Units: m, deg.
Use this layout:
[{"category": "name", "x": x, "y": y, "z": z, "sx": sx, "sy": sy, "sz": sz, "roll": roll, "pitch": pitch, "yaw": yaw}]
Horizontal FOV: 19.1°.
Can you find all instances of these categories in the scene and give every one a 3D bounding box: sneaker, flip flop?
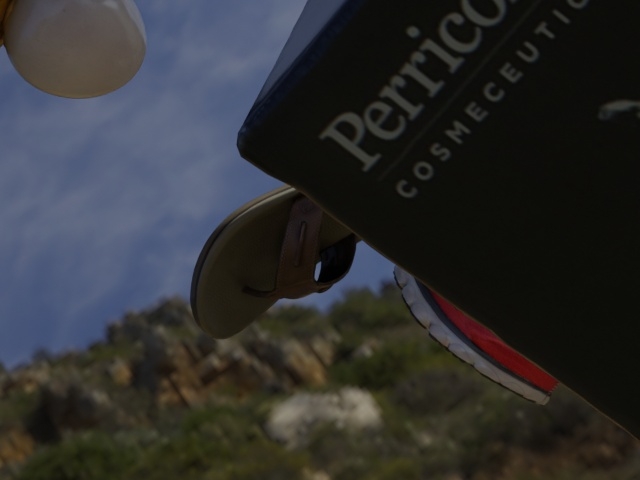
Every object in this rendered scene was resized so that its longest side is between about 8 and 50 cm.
[{"category": "sneaker", "x": 0.117, "y": 0.000, "z": 1.471, "sx": 0.118, "sy": 0.279, "sz": 0.107, "roll": -41, "pitch": -35, "yaw": 18}, {"category": "flip flop", "x": 0.000, "y": 0.000, "z": 1.771, "sx": 0.277, "sy": 0.080, "sz": 0.112, "roll": -31, "pitch": -49, "yaw": -4}]

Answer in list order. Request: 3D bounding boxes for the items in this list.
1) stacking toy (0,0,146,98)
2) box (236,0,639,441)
[{"category": "stacking toy", "x": -0.376, "y": -0.245, "z": 1.659, "sx": 0.351, "sy": 0.480, "sz": 0.350, "roll": -62, "pitch": -6, "yaw": -11}, {"category": "box", "x": 0.312, "y": -0.115, "z": 0.685, "sx": 0.480, "sy": 0.471, "sz": 0.297, "roll": -50, "pitch": 8, "yaw": 29}]
